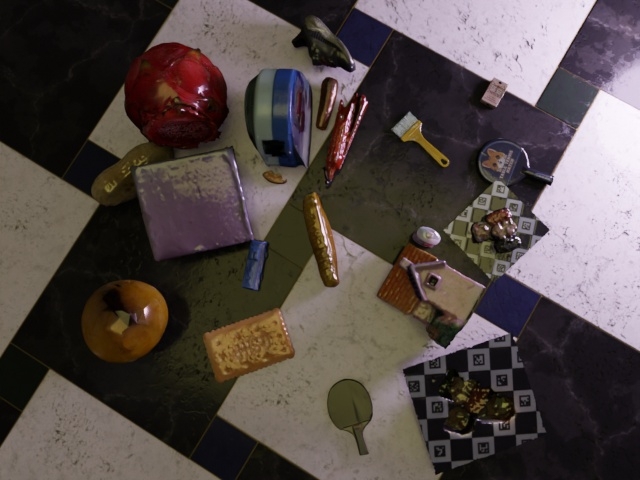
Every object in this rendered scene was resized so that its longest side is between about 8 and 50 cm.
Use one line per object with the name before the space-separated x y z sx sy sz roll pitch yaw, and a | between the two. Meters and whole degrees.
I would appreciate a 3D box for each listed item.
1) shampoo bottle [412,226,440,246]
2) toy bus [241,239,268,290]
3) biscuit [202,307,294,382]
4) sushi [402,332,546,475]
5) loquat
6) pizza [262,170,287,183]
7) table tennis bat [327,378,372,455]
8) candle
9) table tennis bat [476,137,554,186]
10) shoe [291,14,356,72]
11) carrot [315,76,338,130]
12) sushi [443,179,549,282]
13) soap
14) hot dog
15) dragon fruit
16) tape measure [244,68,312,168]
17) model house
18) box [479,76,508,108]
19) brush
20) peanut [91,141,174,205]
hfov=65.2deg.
shampoo bottle | 0.311 -0.010 1.467 0.072 0.099 0.043 27 86 4
toy bus | -0.195 0.073 1.494 0.051 0.061 0.153 11 86 8
biscuit | -0.213 0.311 1.483 0.250 0.030 0.160 -18 84 0
sushi | 0.429 0.455 1.439 0.339 0.069 0.320 -20 92 -1
loquat | -0.548 0.223 1.406 0.235 0.235 0.235 0 84 2
pizza | -0.141 -0.193 1.543 0.083 0.016 0.037 19 86 7
table tennis bat | 0.095 0.515 1.459 0.130 0.019 0.220 -17 82 1
candle | 0.069 -0.310 1.528 0.084 0.059 0.301 16 85 13
table tennis bat | 0.590 -0.222 1.521 0.236 0.027 0.150 22 86 6
shoe | 0.008 -0.585 1.546 0.112 0.099 0.227 -41 80 4
carrot | 0.018 -0.423 1.545 0.055 0.055 0.161 11 87 3
sushi | 0.526 -0.032 1.480 0.231 0.047 0.219 -44 85 1
soap | -0.362 -0.108 1.445 0.296 0.107 0.285 -11 102 -7
hot dog | 0.000 0.000 1.490 0.068 0.083 0.288 -15 83 19
dragon fruit | -0.411 -0.412 1.444 0.296 0.295 0.301 -9 50 1
tape measure | -0.118 -0.359 1.449 0.138 0.262 0.259 0 83 12
model house | 0.293 0.148 1.390 0.237 0.237 0.202 33 92 9
box | 0.536 -0.455 1.546 0.053 0.024 0.083 29 87 4
brush | 0.319 -0.301 1.543 0.205 0.011 0.083 45 86 5
peanut | -0.554 -0.200 1.505 0.274 0.125 0.111 -39 63 -9
